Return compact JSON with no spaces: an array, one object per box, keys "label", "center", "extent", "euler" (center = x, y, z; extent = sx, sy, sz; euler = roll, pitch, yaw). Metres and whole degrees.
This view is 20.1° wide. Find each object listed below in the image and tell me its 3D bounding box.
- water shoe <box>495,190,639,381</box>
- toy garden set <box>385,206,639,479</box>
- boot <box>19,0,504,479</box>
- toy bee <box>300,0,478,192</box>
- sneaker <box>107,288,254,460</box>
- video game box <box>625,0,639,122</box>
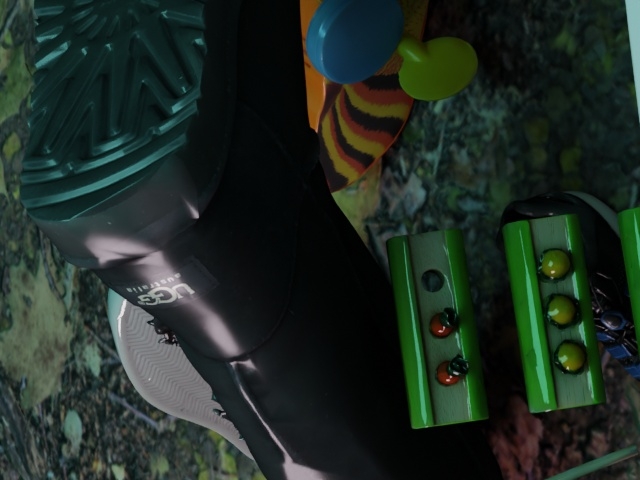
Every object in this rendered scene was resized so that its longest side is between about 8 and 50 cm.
[{"label":"water shoe","center":[0.182,0.047,1.094],"extent":[0.203,0.080,0.073],"euler":[46,125,37]},{"label":"toy garden set","center":[0.172,0.082,0.998],"extent":[0.049,0.244,0.203],"euler":[124,139,-81]},{"label":"boot","center":[-0.001,0.002,1.107],"extent":[0.146,0.445,0.367],"euler":[-16,43,25]},{"label":"toy bee","center":[0.043,-0.172,1.214],"extent":[0.195,0.162,0.298],"euler":[55,154,21]},{"label":"sneaker","center":[-0.095,0.039,1.279],"extent":[0.108,0.292,0.169],"euler":[-33,56,1]},{"label":"video game box","center":[0.236,-0.085,0.949],"extent":[0.048,0.187,0.205],"euler":[-11,84,48]}]
